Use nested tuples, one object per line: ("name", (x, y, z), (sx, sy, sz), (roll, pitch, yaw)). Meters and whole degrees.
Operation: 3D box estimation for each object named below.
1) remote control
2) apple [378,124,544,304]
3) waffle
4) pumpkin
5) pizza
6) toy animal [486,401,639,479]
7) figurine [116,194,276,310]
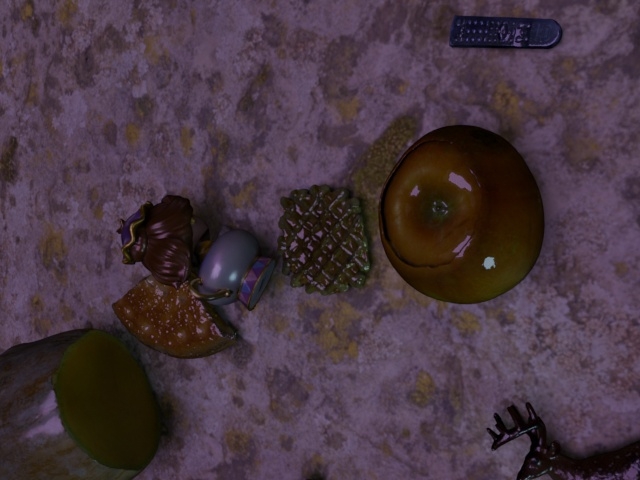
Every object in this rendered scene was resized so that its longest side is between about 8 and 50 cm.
("remote control", (0.255, -0.286, 0.845), (0.152, 0.027, 0.044), (13, 107, 28))
("apple", (0.183, -0.031, 0.804), (0.236, 0.207, 0.237), (1, 93, 27))
("waffle", (0.000, 0.000, 1.000), (0.169, 0.036, 0.184), (-5, 92, 30))
("pumpkin", (-0.436, 0.325, 1.122), (0.199, 0.332, 0.332), (-18, 86, 15))
("pizza", (-0.272, 0.119, 1.144), (0.292, 0.058, 0.197), (7, 97, 25))
("toy animal", (0.383, 0.306, 0.818), (0.243, 0.087, 0.260), (-30, 79, 13))
("figurine", (-0.212, 0.018, 1.029), (0.263, 0.189, 0.142), (25, 118, 5))
